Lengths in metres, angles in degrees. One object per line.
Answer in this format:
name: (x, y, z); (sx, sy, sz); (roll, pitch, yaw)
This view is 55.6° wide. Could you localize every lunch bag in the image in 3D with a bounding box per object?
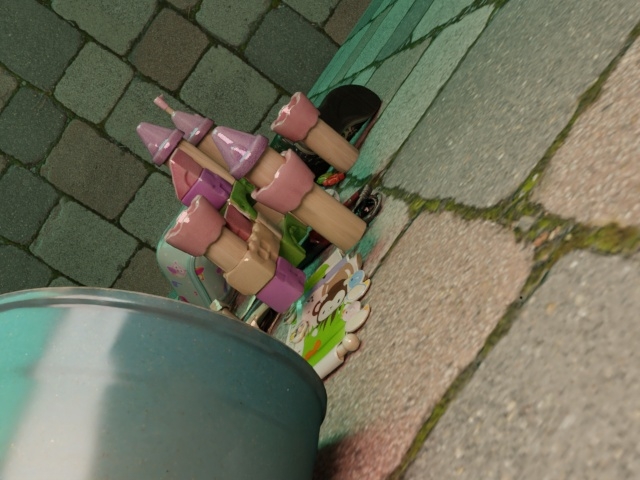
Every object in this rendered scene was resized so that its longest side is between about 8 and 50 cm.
lunch bag: (-0.205, -0.001, 1.263); (0.279, 0.108, 0.224); (-61, -28, -32)

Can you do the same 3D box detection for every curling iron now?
curling iron: (0.000, 0.000, 0.847); (0.274, 0.035, 0.068); (-37, 22, 54)

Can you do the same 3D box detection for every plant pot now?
plant pot: (-0.139, 0.209, 0.373); (0.272, 0.272, 0.255); (-43, 32, 44)

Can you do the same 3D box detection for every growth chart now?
growth chart: (-0.003, 0.088, 0.678); (0.172, 0.021, 0.237); (-49, 15, 23)

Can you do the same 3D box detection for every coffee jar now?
coffee jar: (-0.128, -0.220, 1.732); (0.184, 0.096, 0.079); (-49, 12, 25)

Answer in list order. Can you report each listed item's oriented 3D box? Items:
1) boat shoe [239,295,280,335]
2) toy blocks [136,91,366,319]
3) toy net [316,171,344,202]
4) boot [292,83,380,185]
boat shoe: (-0.089, 0.123, 0.852); (0.043, 0.049, 0.137); (15, 69, 36)
toy blocks: (-0.137, -0.049, 0.766); (0.309, 0.260, 0.288); (-46, 20, 23)
toy net: (0.000, -0.065, 1.012); (0.122, 0.045, 0.232); (-27, 15, -5)
boot: (0.011, -0.185, 1.158); (0.236, 0.085, 0.178); (-44, -12, -38)
